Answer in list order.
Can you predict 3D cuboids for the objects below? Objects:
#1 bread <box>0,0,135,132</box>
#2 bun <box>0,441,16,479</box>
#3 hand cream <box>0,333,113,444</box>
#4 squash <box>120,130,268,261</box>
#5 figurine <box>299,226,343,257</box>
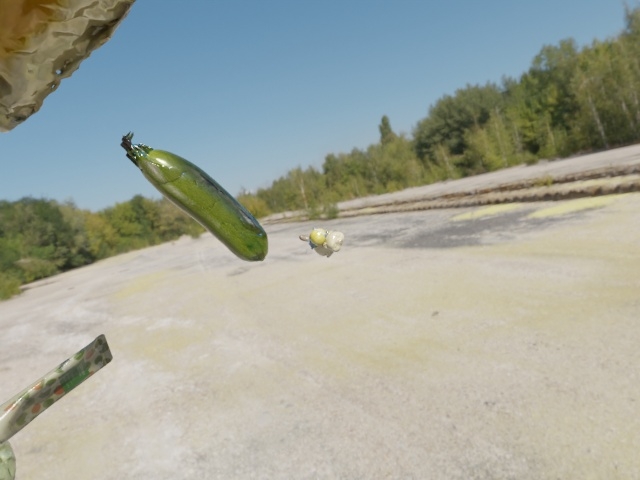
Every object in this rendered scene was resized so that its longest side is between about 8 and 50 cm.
[{"bbox_3d":[-0.333,-0.285,0.326,0.360,0.395,0.250,-32,-10,17],"label":"bread"},{"bbox_3d":[-0.639,0.418,0.858,0.221,0.222,0.108,-17,9,-34],"label":"bun"},{"bbox_3d":[-0.318,0.175,0.596,0.037,0.057,0.165,30,48,25],"label":"hand cream"},{"bbox_3d":[-0.220,-0.077,0.927,0.087,0.331,0.087,-42,20,20],"label":"squash"},{"bbox_3d":[0.000,0.000,0.806,0.050,0.047,0.083,13,-12,-18],"label":"figurine"}]
